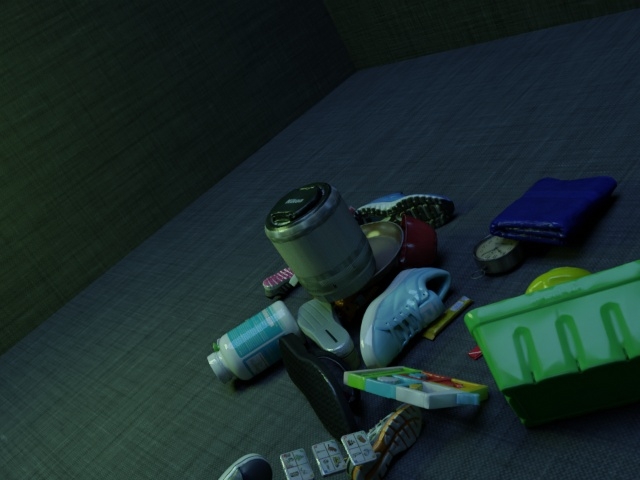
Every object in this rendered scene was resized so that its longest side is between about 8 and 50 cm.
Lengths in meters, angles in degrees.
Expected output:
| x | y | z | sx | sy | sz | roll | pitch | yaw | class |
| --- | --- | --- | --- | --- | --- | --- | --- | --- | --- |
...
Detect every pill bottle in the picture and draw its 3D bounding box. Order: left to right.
| x | y | z | sx | sy | sz | roll | pitch | yaw | class |
| --- | --- | --- | --- | --- | --- | --- | --- | --- | --- |
| -0.183 | 0.295 | 1.955 | 0.264 | 0.146 | 0.146 | -32 | 24 | -6 | pill bottle |

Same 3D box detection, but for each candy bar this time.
| x | y | z | sx | sy | sz | roll | pitch | yaw | class |
| --- | --- | --- | --- | --- | --- | --- | --- | --- | --- |
| 0.323 | 0.193 | 1.745 | 0.161 | 0.018 | 0.040 | -38 | 26 | -19 | candy bar |

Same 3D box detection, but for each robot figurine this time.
| x | y | z | sx | sy | sz | roll | pitch | yaw | class |
| --- | --- | --- | --- | --- | --- | --- | --- | --- | --- |
| 0.113 | 0.108 | 2.053 | 0.211 | 0.085 | 0.291 | 5 | 44 | 51 | robot figurine |

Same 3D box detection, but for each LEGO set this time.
| x | y | z | sx | sy | sz | roll | pitch | yaw | class |
| --- | --- | --- | --- | --- | --- | --- | --- | --- | --- |
| 0.044 | 0.485 | 1.309 | 0.182 | 0.060 | 0.244 | -13 | 34 | -15 | LEGO set |

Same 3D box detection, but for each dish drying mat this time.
| x | y | z | sx | sy | sz | roll | pitch | yaw | class |
| --- | --- | --- | --- | --- | --- | --- | --- | --- | --- |
| 0.379 | 0.243 | 1.596 | 0.083 | 0.008 | 0.032 | -36 | 24 | -12 | dish drying mat |

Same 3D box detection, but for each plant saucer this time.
| x | y | z | sx | sy | sz | roll | pitch | yaw | class |
| --- | --- | --- | --- | --- | --- | --- | --- | --- | --- |
| 0.107 | 0.060 | 1.988 | 0.310 | 0.050 | 0.310 | -26 | 26 | 14 | plant saucer |

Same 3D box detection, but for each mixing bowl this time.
| x | y | z | sx | sy | sz | roll | pitch | yaw | class |
| --- | --- | --- | --- | --- | --- | --- | --- | --- | --- |
| 0.281 | 0.017 | 1.991 | 0.098 | 0.181 | 0.181 | 4 | 28 | 1 | mixing bowl |

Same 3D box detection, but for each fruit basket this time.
| x | y | z | sx | sy | sz | roll | pitch | yaw | class |
| --- | --- | --- | --- | --- | --- | --- | --- | --- | --- |
| 0.494 | 0.152 | 1.374 | 0.392 | 0.283 | 0.392 | -20 | 43 | 20 | fruit basket |

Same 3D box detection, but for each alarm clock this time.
| x | y | z | sx | sy | sz | roll | pitch | yaw | class |
| --- | --- | --- | --- | --- | --- | --- | --- | --- | --- |
| 0.459 | 0.045 | 1.824 | 0.192 | 0.064 | 0.129 | -39 | 25 | -27 | alarm clock |

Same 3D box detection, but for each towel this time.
| x | y | z | sx | sy | sz | roll | pitch | yaw | class |
| --- | --- | --- | --- | --- | --- | --- | --- | --- | --- |
| 0.614 | -0.079 | 1.826 | 0.227 | 0.076 | 0.308 | 3 | 28 | 46 | towel |

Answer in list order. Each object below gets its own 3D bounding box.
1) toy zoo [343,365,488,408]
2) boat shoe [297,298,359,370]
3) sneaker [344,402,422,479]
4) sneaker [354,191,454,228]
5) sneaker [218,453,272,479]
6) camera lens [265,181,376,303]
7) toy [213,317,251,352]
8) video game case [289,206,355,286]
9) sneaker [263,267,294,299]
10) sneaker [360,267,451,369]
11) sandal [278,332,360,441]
| x | y | z | sx | sy | sz | roll | pitch | yaw | class |
| --- | --- | --- | --- | --- | --- | --- | --- | --- | --- |
| 0.216 | 0.312 | 1.472 | 0.192 | 0.030 | 0.293 | 3 | 0 | -41 | toy zoo |
| 0.017 | 0.254 | 1.866 | 0.109 | 0.094 | 0.302 | -28 | 26 | -6 | boat shoe |
| 0.127 | 0.417 | 1.450 | 0.215 | 0.084 | 0.083 | -41 | 21 | -22 | sneaker |
| 0.277 | -0.109 | 2.247 | 0.330 | 0.130 | 0.147 | -3 | 27 | 30 | sneaker |
| -0.185 | 0.592 | 1.407 | 0.127 | 0.126 | 0.321 | 0 | 48 | 56 | sneaker |
| 0.000 | 0.000 | 1.843 | 0.219 | 0.274 | 0.219 | -26 | 27 | 14 | camera lens |
| -0.225 | 0.284 | 2.135 | 0.237 | 0.056 | 0.137 | -27 | 25 | 7 | toy |
| 0.010 | 0.014 | 2.185 | 0.204 | 0.025 | 0.285 | -57 | -7 | 28 | video game case |
| -0.121 | 0.145 | 2.286 | 0.063 | 0.075 | 0.170 | 31 | 38 | 35 | sneaker |
| 0.224 | 0.178 | 1.741 | 0.150 | 0.135 | 0.366 | -15 | 28 | 41 | sneaker |
| 0.011 | 0.326 | 1.675 | 0.107 | 0.168 | 0.446 | -17 | 21 | -16 | sandal |
